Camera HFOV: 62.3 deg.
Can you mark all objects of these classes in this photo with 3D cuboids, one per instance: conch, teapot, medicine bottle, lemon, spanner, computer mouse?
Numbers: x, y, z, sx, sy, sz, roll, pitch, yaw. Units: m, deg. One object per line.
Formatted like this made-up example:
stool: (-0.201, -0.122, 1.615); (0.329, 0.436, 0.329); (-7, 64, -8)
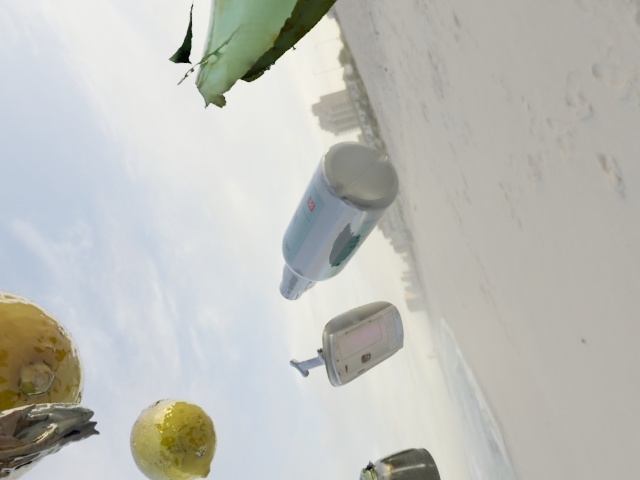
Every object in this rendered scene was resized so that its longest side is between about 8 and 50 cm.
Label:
conch: (-0.029, -0.157, 0.337); (0.105, 0.079, 0.170); (17, -79, -58)
teapot: (0.091, 0.309, 0.620); (0.092, 0.090, 0.124); (106, 162, -45)
medicine bottle: (0.000, 0.000, 0.804); (0.352, 0.110, 0.110); (121, 146, -55)
lemon: (-0.309, 0.416, 1.106); (0.206, 0.173, 0.173); (27, 153, 38)
lemon: (-0.390, 0.161, 0.576); (0.236, 0.263, 0.236); (28, -140, -27)
spanner: (-0.017, 0.251, 1.079); (0.054, 0.015, 0.254); (46, 155, 1)
computer mouse: (0.065, 0.158, 0.834); (0.199, 0.044, 0.102); (-16, -84, -49)

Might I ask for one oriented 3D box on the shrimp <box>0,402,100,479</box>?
shrimp: (-0.280, 0.147, 0.340); (0.316, 0.164, 0.062); (-3, -125, -55)
